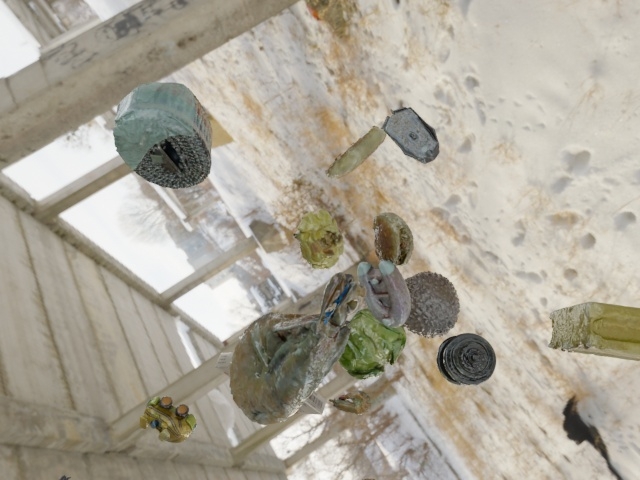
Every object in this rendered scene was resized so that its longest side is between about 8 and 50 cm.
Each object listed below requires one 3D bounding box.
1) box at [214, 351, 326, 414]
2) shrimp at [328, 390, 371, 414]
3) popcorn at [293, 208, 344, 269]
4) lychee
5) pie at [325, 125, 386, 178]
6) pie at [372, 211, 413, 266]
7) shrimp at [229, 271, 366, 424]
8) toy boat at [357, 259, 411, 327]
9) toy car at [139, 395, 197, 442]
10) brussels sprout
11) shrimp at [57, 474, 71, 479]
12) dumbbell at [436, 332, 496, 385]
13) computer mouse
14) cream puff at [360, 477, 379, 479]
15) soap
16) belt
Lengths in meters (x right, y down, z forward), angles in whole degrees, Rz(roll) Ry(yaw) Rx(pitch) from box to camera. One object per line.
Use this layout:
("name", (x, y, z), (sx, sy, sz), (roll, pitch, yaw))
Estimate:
("box", (-0.166, 0.491, 1.571), (0.214, 0.069, 0.353), (-14, 130, 37))
("shrimp", (0.129, 0.704, 2.002), (0.042, 0.190, 0.101), (31, -121, -73))
("popcorn", (0.000, 0.000, 2.105), (0.252, 0.215, 0.286), (-94, -16, -64))
("lychee", (0.459, 0.272, 1.941), (0.300, 0.300, 0.300), (56, 173, 10))
("pie", (0.144, -0.367, 1.957), (0.092, 0.315, 0.315), (49, 174, -8))
("pie", (0.213, 0.000, 1.418), (0.163, 0.079, 0.193), (49, 151, 43))
("shrimp", (-0.061, 0.230, 1.002), (0.110, 0.445, 0.221), (3, -135, -55))
("toy boat", (0.189, 0.169, 1.395), (0.155, 0.085, 0.227), (-8, 112, 40))
("toy car", (-0.696, 0.828, 2.080), (0.248, 0.142, 0.200), (23, 128, 6))
("brussels sprout", (0.185, 0.373, 1.682), (0.294, 0.259, 0.227), (40, -172, -45))
("shrimp", (-0.746, 0.619, 1.080), (0.051, 0.262, 0.198), (-20, 105, 45))
("dumbbell", (0.546, 0.451, 1.735), (0.192, 0.192, 0.290), (55, 172, 14))
("computer mouse", (0.301, -0.346, 1.529), (0.231, 0.126, 0.071), (49, -175, 16))
("cream puff", (0.152, 0.741, 1.287), (0.165, 0.115, 0.150), (16, -162, 3))
("soap", (0.627, 0.184, 0.866), (0.199, 0.315, 0.091), (63, -147, -75))
("belt", (-0.369, -0.246, 1.094), (0.257, 0.207, 0.150), (64, -167, -56))
